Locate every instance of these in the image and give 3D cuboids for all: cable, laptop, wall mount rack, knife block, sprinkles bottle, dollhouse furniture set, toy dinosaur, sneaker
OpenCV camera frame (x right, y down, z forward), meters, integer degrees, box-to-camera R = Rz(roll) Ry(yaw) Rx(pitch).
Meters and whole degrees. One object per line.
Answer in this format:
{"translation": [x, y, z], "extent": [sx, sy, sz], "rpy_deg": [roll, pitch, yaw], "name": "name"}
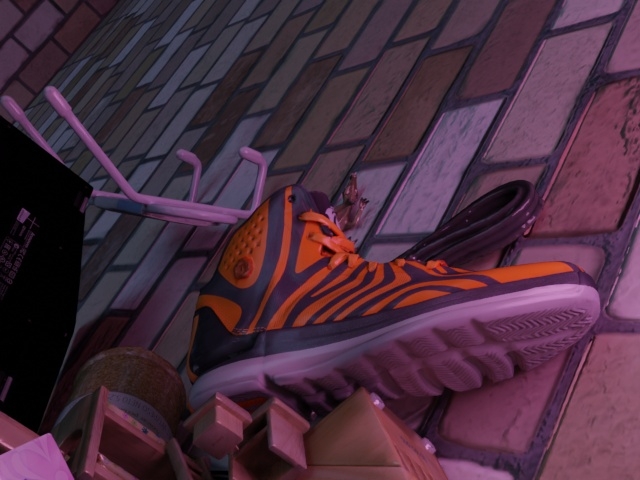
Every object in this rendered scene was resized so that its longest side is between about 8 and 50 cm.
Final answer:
{"translation": [0.076, 0.050, 0.754], "extent": [0.287, 0.072, 0.139], "rpy_deg": [-35, 15, -8], "name": "cable"}
{"translation": [-0.422, 0.075, 0.954], "extent": [0.236, 0.408, 0.382], "rpy_deg": [-33, 31, 26], "name": "laptop"}
{"translation": [-0.255, -0.100, 1.103], "extent": [0.350, 0.304, 0.130], "rpy_deg": [7, 87, 55], "name": "wall mount rack"}
{"translation": [-0.015, 0.233, 0.566], "extent": [0.242, 0.088, 0.276], "rpy_deg": [-43, 27, 7], "name": "knife block"}
{"translation": [-0.197, 0.226, 0.714], "extent": [0.121, 0.121, 0.355], "rpy_deg": [-38, 18, 12], "name": "sprinkles bottle"}
{"translation": [-0.127, 0.122, 0.579], "extent": [0.161, 0.182, 0.101], "rpy_deg": [-41, 25, 14], "name": "dollhouse furniture set"}
{"translation": [0.000, 0.000, 0.912], "extent": [0.183, 0.053, 0.092], "rpy_deg": [-46, 12, -18], "name": "toy dinosaur"}
{"translation": [0.037, 0.026, 0.641], "extent": [0.321, 0.124, 0.180], "rpy_deg": [-14, 56, 14], "name": "sneaker"}

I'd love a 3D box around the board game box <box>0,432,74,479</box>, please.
{"translation": [-0.214, 0.324, 0.499], "extent": [0.318, 0.318, 0.066], "rpy_deg": [-30, -5, 23], "name": "board game box"}
